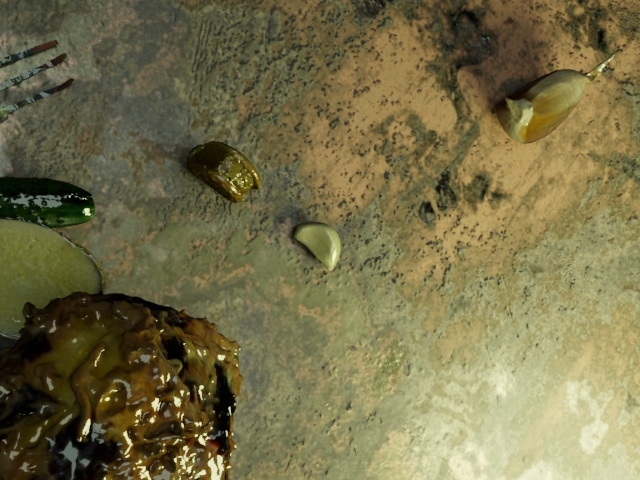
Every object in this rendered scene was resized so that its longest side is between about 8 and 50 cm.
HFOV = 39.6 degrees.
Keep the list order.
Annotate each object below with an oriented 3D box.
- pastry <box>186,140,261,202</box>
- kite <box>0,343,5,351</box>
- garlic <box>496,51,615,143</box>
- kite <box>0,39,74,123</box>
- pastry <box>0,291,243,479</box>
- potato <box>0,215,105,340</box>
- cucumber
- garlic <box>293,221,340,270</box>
[{"bbox_3d":[-0.137,-0.096,1.252,0.109,0.097,0.057,40,76,-13],"label":"pastry"},{"bbox_3d":[-0.426,0.218,1.156,0.160,0.010,0.183,40,90,-28],"label":"kite"},{"bbox_3d":[0.371,-0.228,1.426,0.198,0.128,0.091,-25,79,-16],"label":"garlic"},{"bbox_3d":[-0.443,-0.194,1.196,0.229,0.016,0.127,-26,98,-16],"label":"kite"},{"bbox_3d":[-0.239,0.227,1.076,0.292,0.405,0.337,7,49,15],"label":"pastry"},{"bbox_3d":[-0.382,0.042,1.166,0.200,0.081,0.164,20,96,-15],"label":"potato"},{"bbox_3d":[-0.414,-0.053,1.171,0.227,0.069,0.069,3,86,-16],"label":"cucumber"},{"bbox_3d":[0.000,0.001,1.328,0.083,0.041,0.053,39,88,-5],"label":"garlic"}]
